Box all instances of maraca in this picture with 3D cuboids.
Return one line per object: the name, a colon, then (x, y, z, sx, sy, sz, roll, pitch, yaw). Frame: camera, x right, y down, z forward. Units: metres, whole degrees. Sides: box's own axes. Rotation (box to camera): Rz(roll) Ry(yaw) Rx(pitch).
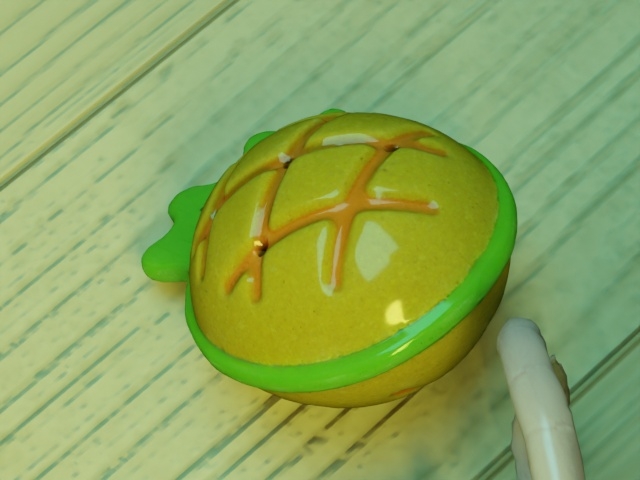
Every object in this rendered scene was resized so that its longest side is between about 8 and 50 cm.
maraca: (0.000, 0.000, 0.725, 0.127, 0.099, 0.185, -36, 31, -13)

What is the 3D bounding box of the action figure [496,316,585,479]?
action figure: (0.118, 0.177, 0.491, 0.275, 0.248, 0.370, 11, 60, 22)
